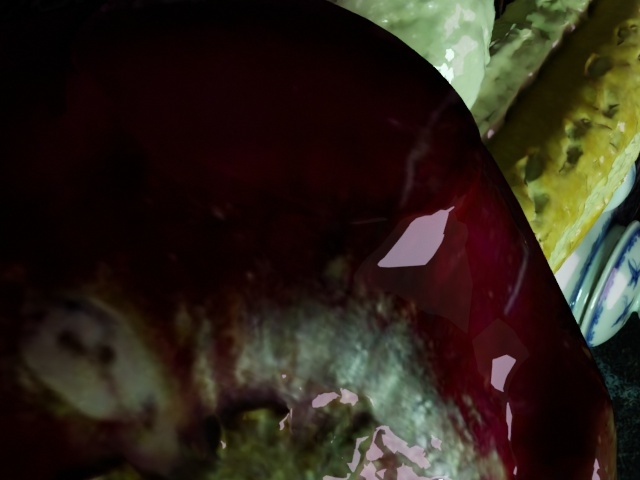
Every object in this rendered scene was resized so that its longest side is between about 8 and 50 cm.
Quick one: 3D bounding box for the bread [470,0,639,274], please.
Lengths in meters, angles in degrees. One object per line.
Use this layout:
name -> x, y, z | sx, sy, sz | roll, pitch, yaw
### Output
bread -> 0.135, -0.042, 1.080 | 0.375, 0.165, 0.236 | -51, 169, -30

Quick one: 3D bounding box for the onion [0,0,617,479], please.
onion -> -0.080, 0.091, 0.690 | 0.398, 0.398, 0.420 | -58, -167, -21

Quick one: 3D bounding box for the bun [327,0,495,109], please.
bun -> -0.002, -0.129, 0.785 | 0.134, 0.220, 0.220 | -19, 137, -27

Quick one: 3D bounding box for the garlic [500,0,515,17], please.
garlic -> 0.205, -0.242, 1.274 | 0.084, 0.066, 0.152 | -31, -159, 40

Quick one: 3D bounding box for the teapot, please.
teapot -> 0.256, 0.027, 1.525 | 0.252, 0.280, 0.424 | -52, 156, -38

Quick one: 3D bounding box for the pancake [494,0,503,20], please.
pancake -> 0.089, -0.182, 1.125 | 0.387, 0.082, 0.387 | -57, 165, -25
